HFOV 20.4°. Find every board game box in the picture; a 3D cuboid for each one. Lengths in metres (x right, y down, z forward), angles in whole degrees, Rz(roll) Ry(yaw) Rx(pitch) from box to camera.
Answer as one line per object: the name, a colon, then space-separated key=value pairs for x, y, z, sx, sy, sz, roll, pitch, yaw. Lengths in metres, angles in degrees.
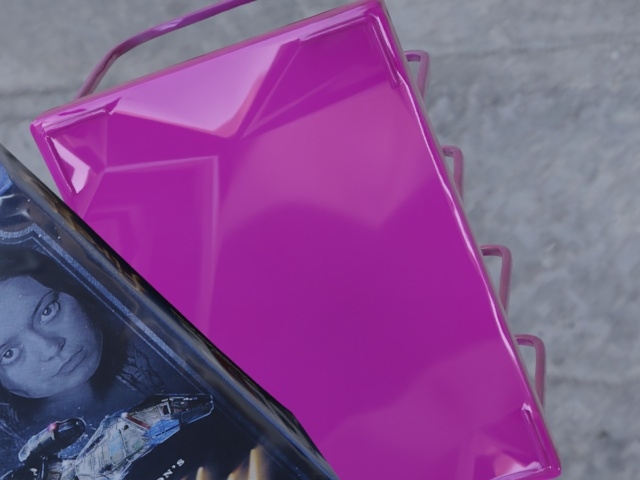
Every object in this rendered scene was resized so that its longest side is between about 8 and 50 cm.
board game box: x=-0.133 y=0.101 z=0.507 sx=0.165 sy=0.243 sz=0.042 roll=47 pitch=-179 yaw=-40

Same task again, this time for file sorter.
file sorter: x=0.000 y=0.000 z=1.051 sx=0.202 sy=0.182 sz=0.290 roll=-18 pitch=110 yaw=14
